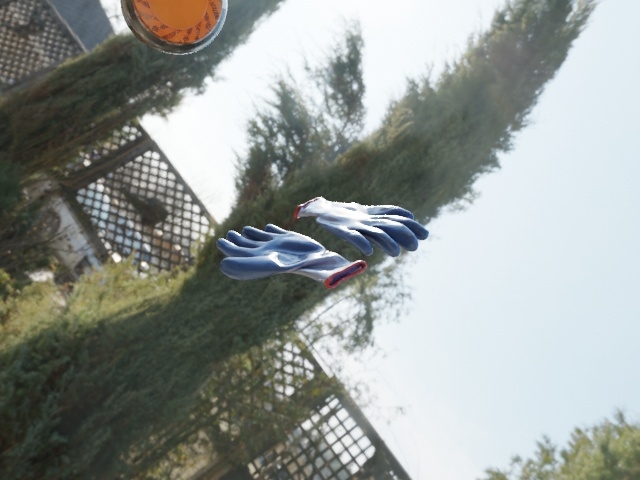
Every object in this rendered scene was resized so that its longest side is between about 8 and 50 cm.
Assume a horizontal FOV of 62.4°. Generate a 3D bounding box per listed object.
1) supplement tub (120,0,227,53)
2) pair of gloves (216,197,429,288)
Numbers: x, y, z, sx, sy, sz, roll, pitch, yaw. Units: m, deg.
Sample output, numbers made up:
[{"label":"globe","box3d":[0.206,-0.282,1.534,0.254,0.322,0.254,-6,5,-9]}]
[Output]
[{"label":"supplement tub","box3d":[-0.315,-0.504,1.118,0.207,0.207,0.338,64,-9,-27]},{"label":"pair of gloves","box3d":[0.000,0.000,0.514,0.159,0.198,0.023,17,-58,40]}]
